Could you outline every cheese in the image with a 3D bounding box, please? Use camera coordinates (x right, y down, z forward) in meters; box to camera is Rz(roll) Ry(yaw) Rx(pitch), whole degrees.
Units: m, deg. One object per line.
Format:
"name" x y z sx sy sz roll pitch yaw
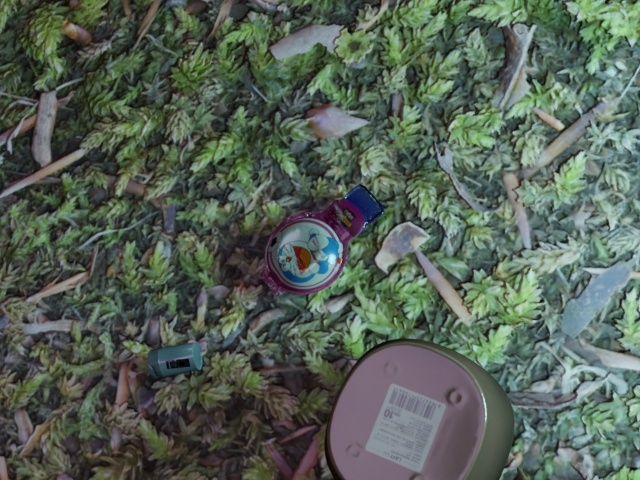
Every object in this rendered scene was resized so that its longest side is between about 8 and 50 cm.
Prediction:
"cheese" 0.000 0.000 1.601 0.244 0.062 0.155 -40 67 0

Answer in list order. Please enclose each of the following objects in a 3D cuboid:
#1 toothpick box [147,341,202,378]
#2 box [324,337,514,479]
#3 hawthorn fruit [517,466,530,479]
"toothpick box" -0.254 0.209 1.607 0.083 0.052 0.052 -12 71 9
"box" 0.146 0.287 1.399 0.301 0.216 0.300 -4 71 12
"hawthorn fruit" 0.299 0.459 1.299 0.276 0.276 0.307 -9 52 12
